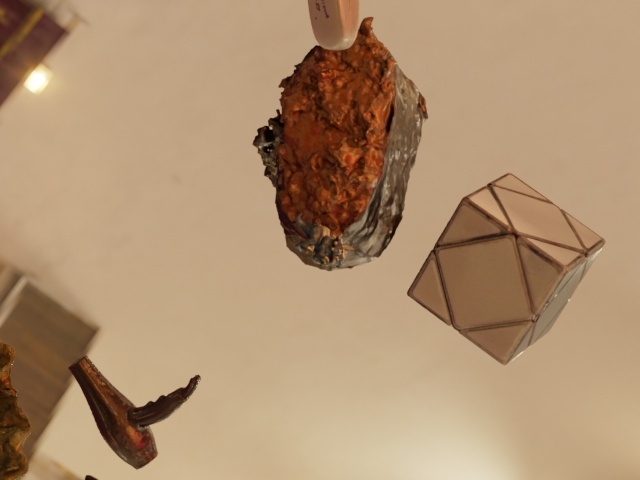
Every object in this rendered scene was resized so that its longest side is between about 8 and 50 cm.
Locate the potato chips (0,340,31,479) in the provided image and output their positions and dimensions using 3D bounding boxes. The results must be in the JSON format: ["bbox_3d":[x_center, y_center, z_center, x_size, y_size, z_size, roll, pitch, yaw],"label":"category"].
[{"bbox_3d":[-0.551,0.244,1.884,0.429,0.070,0.358,-8,-127,11],"label":"potato chips"}]

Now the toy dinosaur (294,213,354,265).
[{"bbox_3d":[0.000,0.000,2.009,0.047,0.083,0.030,-62,-169,-18],"label":"toy dinosaur"}]

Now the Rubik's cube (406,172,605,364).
[{"bbox_3d":[0.299,0.043,2.520,0.205,0.207,0.205,-25,149,-58],"label":"Rubik's cube"}]

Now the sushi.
[{"bbox_3d":[0.014,-0.133,2.308,0.234,0.207,0.348,1,-114,20],"label":"sushi"}]

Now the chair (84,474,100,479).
[{"bbox_3d":[-0.198,0.310,1.474,0.141,0.260,0.154,21,-78,42],"label":"chair"}]

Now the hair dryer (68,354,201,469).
[{"bbox_3d":[-0.266,0.235,2.394,0.219,0.195,0.075,-29,-173,32],"label":"hair dryer"}]

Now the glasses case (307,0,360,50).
[{"bbox_3d":[0.015,-0.341,1.999,0.076,0.049,0.197,13,-72,57],"label":"glasses case"}]
